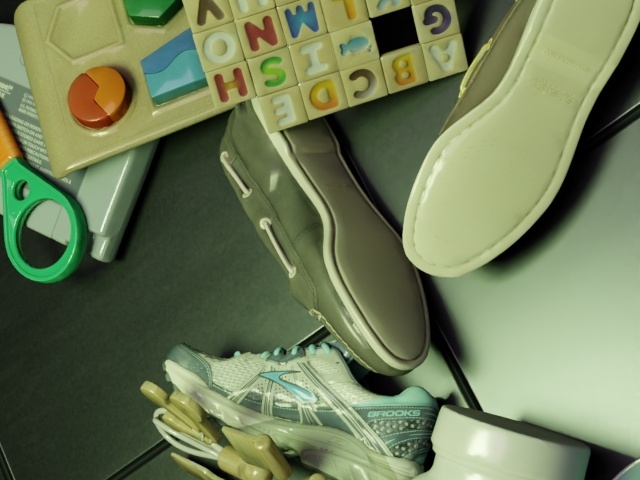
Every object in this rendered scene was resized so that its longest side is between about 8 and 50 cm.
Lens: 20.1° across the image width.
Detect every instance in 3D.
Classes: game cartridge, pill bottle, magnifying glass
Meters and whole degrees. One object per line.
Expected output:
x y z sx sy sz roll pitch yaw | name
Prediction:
-0.296 -0.118 1.898 0.297 0.062 0.198 24 91 31 | game cartridge
0.127 0.289 1.517 0.162 0.162 0.278 15 91 32 | pill bottle
-0.307 -0.058 1.853 0.092 0.026 0.231 -38 67 21 | magnifying glass

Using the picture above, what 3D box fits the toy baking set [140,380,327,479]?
-0.075 0.196 1.649 0.197 0.256 0.030 33 70 11 | toy baking set

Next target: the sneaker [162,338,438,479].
-0.014 0.143 1.673 0.283 0.110 0.122 22 82 24 | sneaker

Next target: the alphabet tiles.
0.003 -0.204 1.615 0.237 0.198 0.009 -18 31 -4 | alphabet tiles

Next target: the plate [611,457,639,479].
0.308 0.265 1.493 0.188 0.024 0.188 -5 80 31 | plate

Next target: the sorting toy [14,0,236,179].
-0.207 -0.233 1.825 0.229 0.041 0.307 -23 63 10 | sorting toy

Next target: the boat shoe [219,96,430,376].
0.000 0.000 1.680 0.095 0.112 0.335 -48 55 36 | boat shoe

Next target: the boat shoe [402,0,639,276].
0.174 -0.116 1.592 0.116 0.097 0.324 27 103 -10 | boat shoe
